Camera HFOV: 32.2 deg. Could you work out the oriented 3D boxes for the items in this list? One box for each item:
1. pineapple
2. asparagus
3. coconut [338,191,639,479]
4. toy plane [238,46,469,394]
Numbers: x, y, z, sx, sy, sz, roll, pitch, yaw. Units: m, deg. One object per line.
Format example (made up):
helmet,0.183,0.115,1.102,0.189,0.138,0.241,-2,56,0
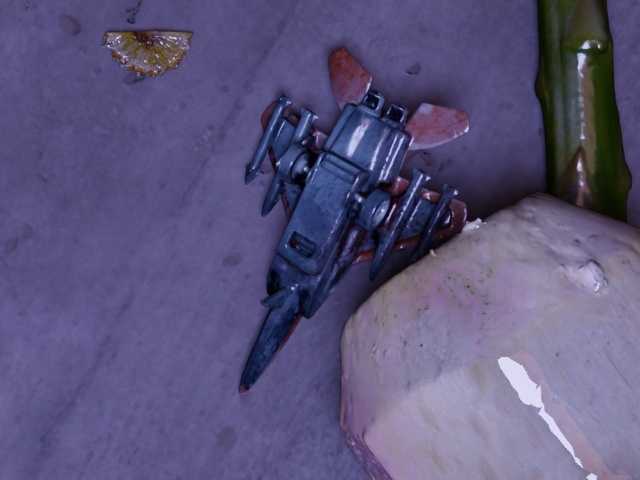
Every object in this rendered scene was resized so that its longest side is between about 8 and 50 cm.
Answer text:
pineapple,-0.158,-0.172,1.020,0.083,0.019,0.045,1,90,-10
asparagus,0.242,-0.141,1.045,0.085,0.082,0.343,-1,92,29
coconut,0.196,0.149,0.927,0.352,0.352,0.352,0,93,-7
toy plane,-0.002,-0.001,1.006,0.223,0.104,0.326,31,92,19
